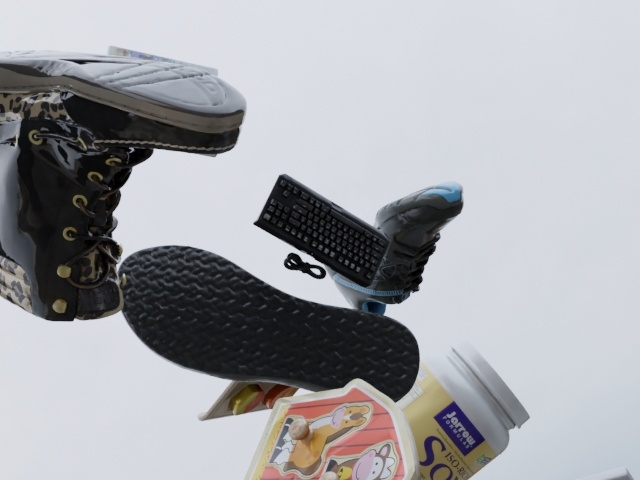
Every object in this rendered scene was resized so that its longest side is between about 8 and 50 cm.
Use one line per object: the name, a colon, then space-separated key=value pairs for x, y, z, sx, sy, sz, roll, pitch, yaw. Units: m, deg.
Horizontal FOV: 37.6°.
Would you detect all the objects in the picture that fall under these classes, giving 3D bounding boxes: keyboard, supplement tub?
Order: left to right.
keyboard: x=0.000 y=0.000 z=1.226 sx=0.108 sy=0.180 sz=0.023 roll=-63 pitch=19 yaw=-9
supplement tub: x=0.215 y=0.370 z=1.837 sx=0.331 sy=0.241 sz=0.241 roll=-39 pitch=-25 yaw=0

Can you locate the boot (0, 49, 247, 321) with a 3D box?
boot: x=-0.242 y=-0.052 z=1.023 sx=0.138 sy=0.378 sz=0.284 roll=-28 pitch=-55 yaw=-56

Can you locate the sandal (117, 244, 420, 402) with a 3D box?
sandal: x=-0.083 y=0.140 z=1.343 sx=0.107 sy=0.446 sz=0.167 roll=120 pitch=168 yaw=-66

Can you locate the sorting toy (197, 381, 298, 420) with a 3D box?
sorting toy: x=-0.073 y=0.221 z=1.501 sx=0.208 sy=0.038 sz=0.193 roll=-47 pitch=-26 yaw=22

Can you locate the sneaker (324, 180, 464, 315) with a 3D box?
sneaker: x=0.132 y=0.018 z=1.474 sx=0.125 sy=0.139 sz=0.341 roll=-18 pitch=-13 yaw=-32

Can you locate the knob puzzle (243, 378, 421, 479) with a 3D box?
knob puzzle: x=-0.003 y=0.189 z=0.758 sx=0.213 sy=0.213 sz=0.030 roll=-41 pitch=-62 yaw=8

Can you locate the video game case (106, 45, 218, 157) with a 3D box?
video game case: x=-0.266 y=-0.234 z=1.572 sx=0.194 sy=0.212 sz=0.023 roll=10 pitch=-43 yaw=-17

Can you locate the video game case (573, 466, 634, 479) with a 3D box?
video game case: x=0.465 y=0.466 z=1.620 sx=0.191 sy=0.022 sz=0.173 roll=-23 pitch=-55 yaw=22
